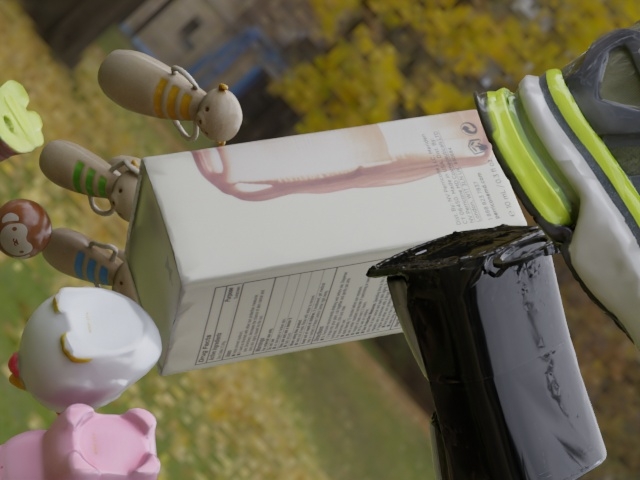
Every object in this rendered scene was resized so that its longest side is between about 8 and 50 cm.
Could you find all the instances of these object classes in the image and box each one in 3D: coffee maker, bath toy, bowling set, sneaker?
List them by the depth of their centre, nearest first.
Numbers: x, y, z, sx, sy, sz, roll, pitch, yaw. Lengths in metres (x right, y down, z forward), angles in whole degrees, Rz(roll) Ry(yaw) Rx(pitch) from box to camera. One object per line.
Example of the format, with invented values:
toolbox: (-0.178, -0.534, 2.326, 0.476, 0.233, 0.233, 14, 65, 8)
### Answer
sneaker: (0.179, 0.024, 0.727, 0.300, 0.121, 0.111, 55, 9, 23)
coffee maker: (0.122, 0.088, 1.339, 0.171, 0.120, 0.178, -158, -130, -77)
bath toy: (-0.186, 0.195, 1.439, 0.151, 0.129, 0.348, 9, 49, -17)
bowling set: (-0.180, -0.008, 1.753, 0.154, 0.200, 0.287, 24, -47, 30)

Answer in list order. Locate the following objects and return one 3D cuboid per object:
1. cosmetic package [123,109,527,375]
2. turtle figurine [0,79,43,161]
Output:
cosmetic package: (0.000, 0.000, 1.605, 0.153, 0.296, 0.129, 111, -36, -54)
turtle figurine: (-0.269, -0.053, 1.041, 0.087, 0.217, 0.269, 7, 53, -64)
